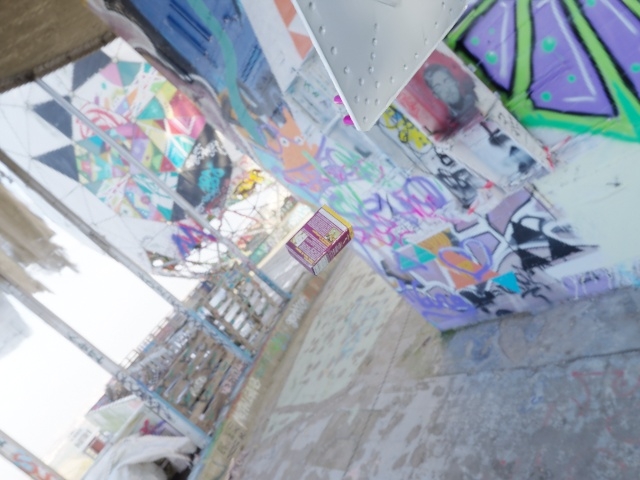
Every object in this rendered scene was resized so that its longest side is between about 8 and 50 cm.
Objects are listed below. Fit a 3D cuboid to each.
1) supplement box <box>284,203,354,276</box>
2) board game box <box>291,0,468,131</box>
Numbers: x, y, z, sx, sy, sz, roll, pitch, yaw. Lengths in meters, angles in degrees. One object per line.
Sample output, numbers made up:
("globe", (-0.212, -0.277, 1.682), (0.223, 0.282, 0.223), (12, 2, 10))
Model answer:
("supplement box", (0.000, 0.000, 0.716), (0.083, 0.055, 0.043), (-45, -23, -11))
("board game box", (0.088, -0.453, 0.847), (0.050, 0.390, 0.390), (18, 63, 43))
